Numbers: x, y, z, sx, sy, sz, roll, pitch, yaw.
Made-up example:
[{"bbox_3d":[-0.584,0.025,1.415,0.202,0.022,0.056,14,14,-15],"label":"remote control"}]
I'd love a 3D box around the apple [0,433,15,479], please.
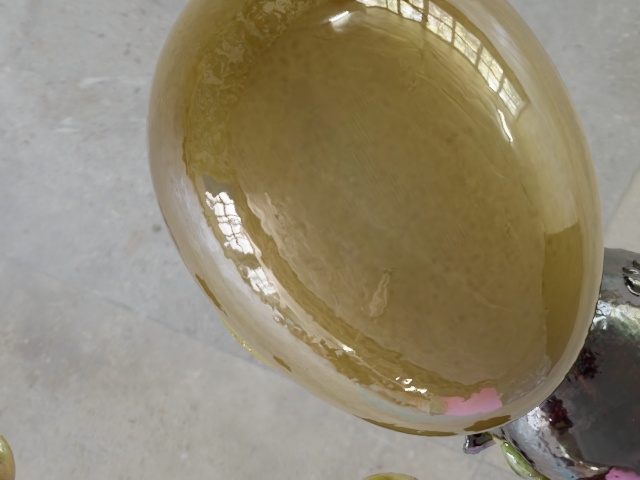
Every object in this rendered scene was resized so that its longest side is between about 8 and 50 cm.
[{"bbox_3d":[-0.634,0.420,1.588,0.188,0.174,0.207,-31,141,12],"label":"apple"}]

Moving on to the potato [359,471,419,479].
[{"bbox_3d":[0.074,0.320,0.880,0.164,0.081,0.201,-14,92,4],"label":"potato"}]

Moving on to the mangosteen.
[{"bbox_3d":[0.330,0.161,1.098,0.330,0.330,0.330,-1,101,-4],"label":"mangosteen"}]

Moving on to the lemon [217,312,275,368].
[{"bbox_3d":[0.000,0.000,0.954,0.257,0.258,0.310,-4,141,-3],"label":"lemon"}]

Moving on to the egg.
[{"bbox_3d":[0.034,-0.034,0.557,0.250,0.250,0.322,-31,80,2],"label":"egg"}]
